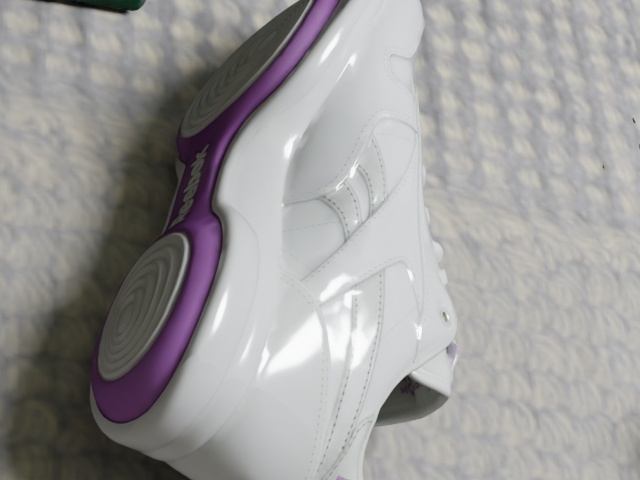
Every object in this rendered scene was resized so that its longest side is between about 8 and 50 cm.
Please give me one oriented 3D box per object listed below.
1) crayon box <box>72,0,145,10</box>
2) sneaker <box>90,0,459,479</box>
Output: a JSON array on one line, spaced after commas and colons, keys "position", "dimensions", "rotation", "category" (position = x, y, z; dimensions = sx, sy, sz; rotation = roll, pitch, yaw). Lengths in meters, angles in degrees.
[{"position": [-0.234, -0.232, 0.820], "dimensions": [0.323, 0.083, 0.203], "rotation": [6, 55, -29], "category": "crayon box"}, {"position": [0.000, 0.000, 0.797], "dimensions": [0.152, 0.114, 0.305], "rotation": [38, 49, -21], "category": "sneaker"}]
